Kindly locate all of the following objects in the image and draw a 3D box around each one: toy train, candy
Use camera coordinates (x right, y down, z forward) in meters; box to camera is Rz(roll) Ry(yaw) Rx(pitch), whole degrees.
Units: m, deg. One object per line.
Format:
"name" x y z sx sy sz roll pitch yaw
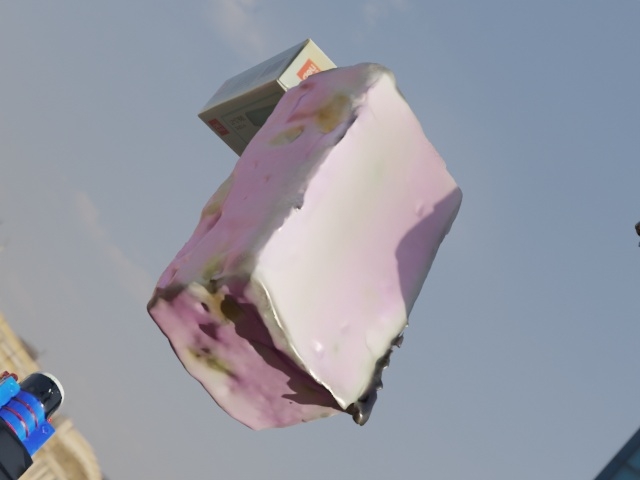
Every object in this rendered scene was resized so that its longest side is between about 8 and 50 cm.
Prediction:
"toy train" -0.333 0.202 1.098 0.131 0.204 0.083 -32 -80 30
"candy" 0.000 0.000 0.827 0.116 0.265 0.155 -13 -55 39

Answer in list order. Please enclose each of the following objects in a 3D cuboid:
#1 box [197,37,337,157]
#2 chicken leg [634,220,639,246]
"box" -0.051 -0.170 1.476 0.135 0.079 0.269 45 -23 -19
"chicken leg" 0.549 -0.045 1.479 0.083 0.177 0.322 14 -7 -24
